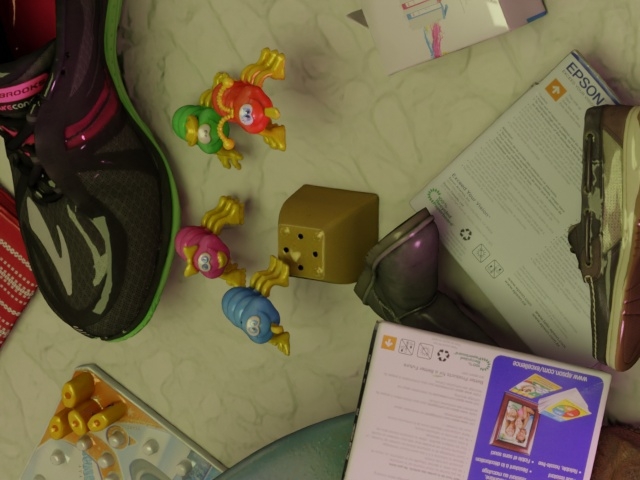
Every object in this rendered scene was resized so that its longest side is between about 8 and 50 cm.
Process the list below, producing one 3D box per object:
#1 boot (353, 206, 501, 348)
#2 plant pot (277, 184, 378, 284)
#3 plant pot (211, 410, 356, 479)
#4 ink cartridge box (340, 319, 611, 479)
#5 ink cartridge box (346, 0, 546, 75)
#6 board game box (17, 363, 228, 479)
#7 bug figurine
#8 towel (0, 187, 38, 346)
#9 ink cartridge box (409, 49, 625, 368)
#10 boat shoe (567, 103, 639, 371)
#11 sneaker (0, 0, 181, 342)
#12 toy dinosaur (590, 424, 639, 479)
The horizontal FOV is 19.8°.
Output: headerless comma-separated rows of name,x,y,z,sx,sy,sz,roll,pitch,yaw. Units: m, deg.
boot,0.126,0.084,1.636,0.208,0.076,0.190,51,164,13
plant pot,0.000,0.000,1.703,0.081,0.083,0.082,8,107,25
plant pot,0.009,0.284,1.681,0.252,0.248,0.247,-40,84,-5
ink cartridge box,0.125,0.191,1.567,0.206,0.045,0.208,13,86,0
ink cartridge box,0.104,-0.207,1.585,0.143,0.092,0.090,-18,97,32
board game box,-0.189,0.389,1.933,0.390,0.050,0.390,36,117,14
bug figurine,-0.085,-0.037,1.679,0.216,0.072,0.279,-156,61,-64
towel,-0.403,0.039,1.954,0.199,0.031,0.275,41,121,9
ink cartridge box,0.223,-0.020,1.600,0.223,0.045,0.224,51,123,7
boat shoe,0.243,-0.005,1.524,0.073,0.080,0.224,11,105,32
sneaker,-0.266,-0.130,1.734,0.185,0.202,0.483,-5,102,29
toy dinosaur,0.285,0.213,1.604,0.295,0.127,0.200,15,101,40
